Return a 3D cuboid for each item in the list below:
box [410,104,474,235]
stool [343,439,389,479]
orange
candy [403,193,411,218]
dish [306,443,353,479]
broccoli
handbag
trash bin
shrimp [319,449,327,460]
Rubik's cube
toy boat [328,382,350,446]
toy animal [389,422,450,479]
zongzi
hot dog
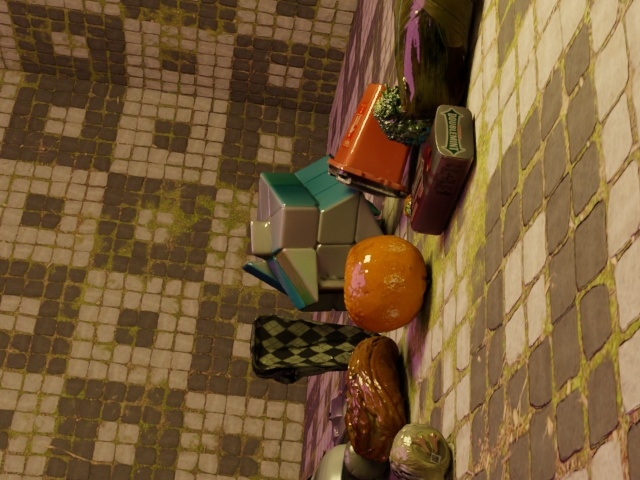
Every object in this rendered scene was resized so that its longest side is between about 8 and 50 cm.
[{"bbox_3d":[0.209,-0.118,1.635,0.224,0.069,0.120,102,173,-56],"label":"box"},{"bbox_3d":[0.095,0.460,1.965,0.110,0.096,0.096,94,-179,-66],"label":"stool"},{"bbox_3d":[0.125,0.080,1.785,0.193,0.161,0.193,3,-90,-89],"label":"orange"},{"bbox_3d":[0.203,-0.116,1.883,0.060,0.061,0.201,103,180,-47],"label":"candy"},{"bbox_3d":[0.007,0.591,2.081,0.273,0.134,0.273,-4,-90,-79],"label":"dish"},{"bbox_3d":[0.184,-0.274,1.929,0.154,0.167,0.160,24,78,53],"label":"broccoli"},{"bbox_3d":[-0.020,0.275,2.378,0.416,0.317,0.180,105,165,-80],"label":"handbag"},{"bbox_3d":[0.142,-0.219,2.086,0.161,0.185,0.238,-135,66,-75],"label":"trash bin"},{"bbox_3d":[0.057,0.518,2.217,0.162,0.095,0.045,51,-176,-48],"label":"shrimp"},{"bbox_3d":[0.000,0.000,2.314,0.387,0.359,0.367,-120,33,-63],"label":"Rubik's cube"},{"bbox_3d":[0.075,0.398,2.282,0.295,0.088,0.129,104,171,-58],"label":"toy boat"},{"bbox_3d":[0.157,0.350,1.441,0.098,0.098,0.137,104,150,-52],"label":"toy animal"},{"bbox_3d":[0.212,-0.385,1.630,0.300,0.139,0.286,113,161,-66],"label":"zongzi"},{"bbox_3d":[0.107,0.307,1.876,0.272,0.122,0.196,-92,4,-54],"label":"hot dog"}]
